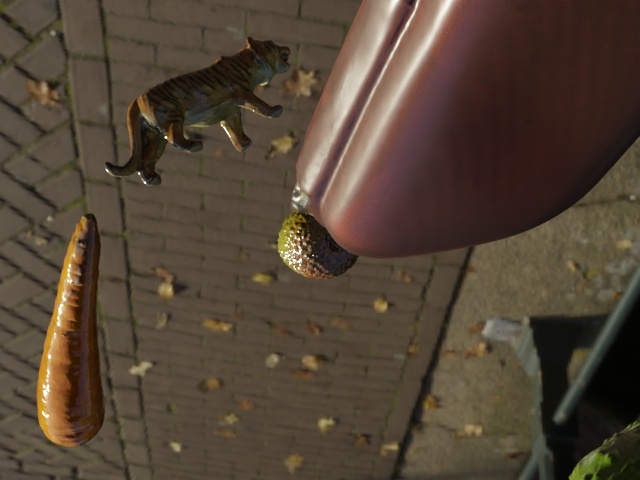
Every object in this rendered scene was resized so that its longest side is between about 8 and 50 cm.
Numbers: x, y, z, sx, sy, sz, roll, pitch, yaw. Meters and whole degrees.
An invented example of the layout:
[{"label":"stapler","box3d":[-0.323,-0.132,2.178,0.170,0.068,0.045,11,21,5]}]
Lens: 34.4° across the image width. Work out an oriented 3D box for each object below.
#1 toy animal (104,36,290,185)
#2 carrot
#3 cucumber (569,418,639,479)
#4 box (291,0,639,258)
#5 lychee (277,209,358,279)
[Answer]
[{"label":"toy animal","box3d":[-0.122,-0.134,1.069,0.241,0.099,0.057,-27,161,-21]},{"label":"carrot","box3d":[-0.213,0.087,0.891,0.061,0.061,0.257,9,125,-2]},{"label":"cucumber","box3d":[0.274,0.225,0.897,0.134,0.134,0.244,-27,165,30]},{"label":"box","box3d":[0.134,-0.122,0.711,0.263,0.108,0.404,-8,153,-22]},{"label":"lychee","box3d":[0.000,0.000,1.428,0.114,0.114,0.146,34,160,-25]}]
